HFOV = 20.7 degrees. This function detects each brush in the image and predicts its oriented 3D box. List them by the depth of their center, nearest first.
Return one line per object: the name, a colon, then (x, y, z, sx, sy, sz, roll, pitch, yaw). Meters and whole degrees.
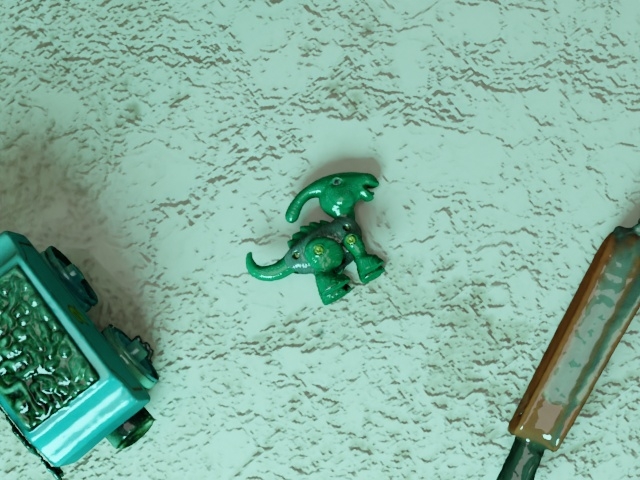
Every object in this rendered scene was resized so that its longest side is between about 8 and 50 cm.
brush: (0.220, 0.071, 1.430, 0.051, 0.070, 0.323, 30, 87, 7)

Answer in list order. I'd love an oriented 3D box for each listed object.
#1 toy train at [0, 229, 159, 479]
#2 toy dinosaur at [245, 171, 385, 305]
toy train: (-0.224, 0.089, 1.434, 0.112, 0.163, 0.203, -42, 83, 1)
toy dinosaur: (0.000, 0.000, 1.471, 0.132, 0.059, 0.096, -26, 75, -4)
